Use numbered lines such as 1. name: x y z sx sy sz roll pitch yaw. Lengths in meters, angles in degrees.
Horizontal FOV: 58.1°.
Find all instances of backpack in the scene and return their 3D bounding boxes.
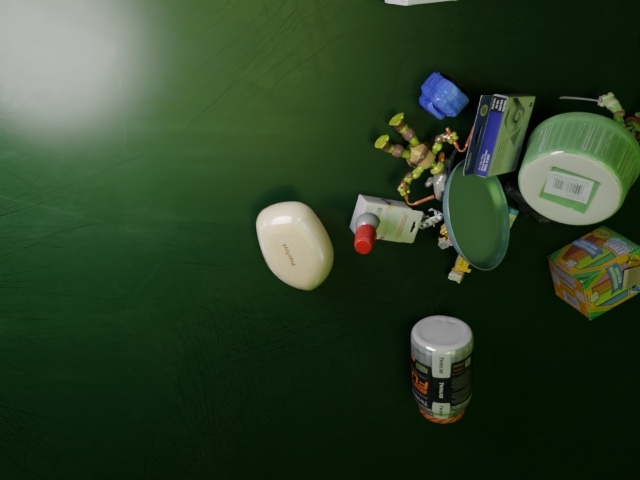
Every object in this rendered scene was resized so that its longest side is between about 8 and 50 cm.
1. backpack: 0.319 -0.363 1.479 0.098 0.120 0.101 28 104 -28

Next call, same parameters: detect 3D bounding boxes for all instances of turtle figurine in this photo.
1. turtle figurine: 0.267 -0.245 1.540 0.217 0.087 0.269 34 106 -22
2. turtle figurine: 0.817 -0.322 1.673 0.267 0.275 0.197 -6 95 -37

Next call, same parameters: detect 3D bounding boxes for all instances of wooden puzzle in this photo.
1. wooden puzzle: 0.968 0.108 1.777 0.079 0.014 0.116 -7 117 -10

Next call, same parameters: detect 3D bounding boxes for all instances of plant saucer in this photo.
1. plant saucer: 0.433 -0.072 1.613 0.318 0.044 0.317 10 76 -43

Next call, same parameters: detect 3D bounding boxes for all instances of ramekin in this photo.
1. ramekin: 0.693 -0.182 1.568 0.148 0.304 0.303 -55 126 -31

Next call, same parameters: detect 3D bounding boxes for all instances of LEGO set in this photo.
1. LEGO set: 0.405 -0.003 1.717 0.132 0.107 0.287 -15 131 29

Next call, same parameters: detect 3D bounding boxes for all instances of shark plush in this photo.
1. shark plush: 0.351 -0.194 1.629 0.067 0.073 0.161 11 91 -43

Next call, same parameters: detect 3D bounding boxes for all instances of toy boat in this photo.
1. toy boat: 0.000 0.000 1.528 0.319 0.148 0.267 -9 119 16

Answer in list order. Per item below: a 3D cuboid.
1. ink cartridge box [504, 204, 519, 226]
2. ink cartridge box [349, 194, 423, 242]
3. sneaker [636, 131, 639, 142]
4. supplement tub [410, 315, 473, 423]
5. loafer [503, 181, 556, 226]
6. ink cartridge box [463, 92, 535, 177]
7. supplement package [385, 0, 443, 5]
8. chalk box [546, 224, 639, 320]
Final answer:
1. ink cartridge box: 0.559 -0.064 1.744 0.028 0.048 0.083 13 110 -23
2. ink cartridge box: 0.185 -0.059 1.618 0.182 0.061 0.104 8 113 -21
3. sneaker: 1.087 -0.331 1.745 0.299 0.120 0.112 -27 129 -2
4. supplement tub: 0.388 0.415 1.840 0.194 0.193 0.315 -13 117 -12
5. loafer: 0.628 -0.103 1.732 0.223 0.076 0.078 27 126 -24
6. ink cartridge box: 0.487 -0.285 1.562 0.224 0.045 0.223 -15 123 -41
7. supplement package: 0.226 -0.665 1.292 0.139 0.134 0.243 -11 117 -13
8. chalk box: 0.920 0.085 1.861 0.289 0.180 0.179 -30 121 -4
